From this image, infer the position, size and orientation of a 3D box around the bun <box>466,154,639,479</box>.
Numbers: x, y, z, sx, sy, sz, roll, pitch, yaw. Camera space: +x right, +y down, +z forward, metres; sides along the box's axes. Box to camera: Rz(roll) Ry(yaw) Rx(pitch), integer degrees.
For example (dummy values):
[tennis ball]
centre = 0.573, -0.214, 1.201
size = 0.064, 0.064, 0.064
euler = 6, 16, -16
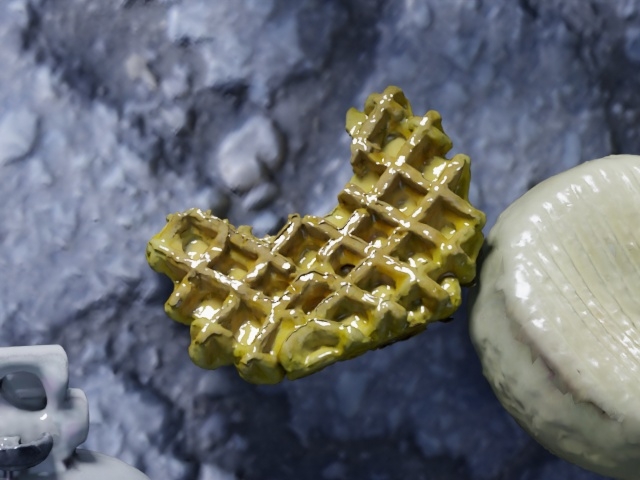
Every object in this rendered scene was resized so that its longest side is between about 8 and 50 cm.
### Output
[bun]
centre = 0.194, 0.055, 1.082
size = 0.222, 0.127, 0.222
euler = 0, 60, -1

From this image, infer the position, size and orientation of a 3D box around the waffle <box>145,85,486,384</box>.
[waffle]
centre = 0.001, 0.001, 1.055
size = 0.194, 0.051, 0.149
euler = -21, 64, -3

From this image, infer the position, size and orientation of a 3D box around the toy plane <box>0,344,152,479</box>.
[toy plane]
centre = -0.203, 0.163, 0.999
size = 0.252, 0.118, 0.252
euler = -5, 107, -17
